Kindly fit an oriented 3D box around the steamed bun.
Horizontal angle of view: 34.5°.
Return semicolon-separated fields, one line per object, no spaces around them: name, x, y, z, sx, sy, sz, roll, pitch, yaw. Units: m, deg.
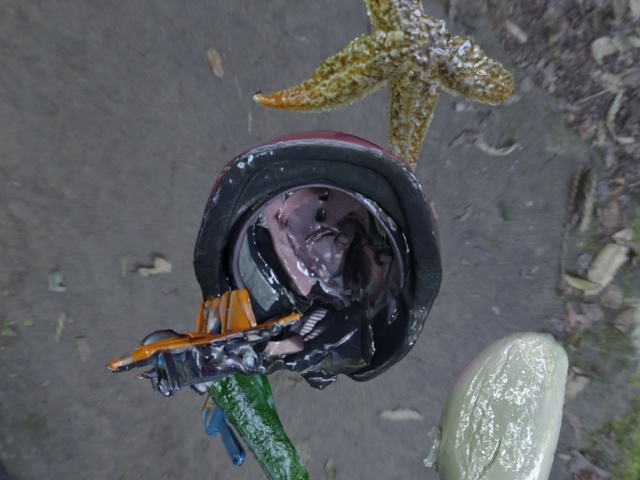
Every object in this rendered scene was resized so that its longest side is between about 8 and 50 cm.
steamed bun;0.211;0.223;1.254;0.152;0.170;0.239;11;75;10

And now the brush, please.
brush;-0.113;0.223;1.213;0.014;0.164;0.051;17;98;-22

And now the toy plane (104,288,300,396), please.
toy plane;-0.089;0.083;0.719;0.135;0.188;0.062;-23;93;23

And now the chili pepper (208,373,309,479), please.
chili pepper;-0.066;0.208;1.117;0.088;0.059;0.227;-1;44;-32

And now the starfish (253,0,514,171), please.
starfish;0.116;-0.268;1.519;0.398;0.132;0.384;29;122;-26

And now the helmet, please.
helmet;0.000;0.000;0.847;0.198;0.154;0.253;3;122;1
